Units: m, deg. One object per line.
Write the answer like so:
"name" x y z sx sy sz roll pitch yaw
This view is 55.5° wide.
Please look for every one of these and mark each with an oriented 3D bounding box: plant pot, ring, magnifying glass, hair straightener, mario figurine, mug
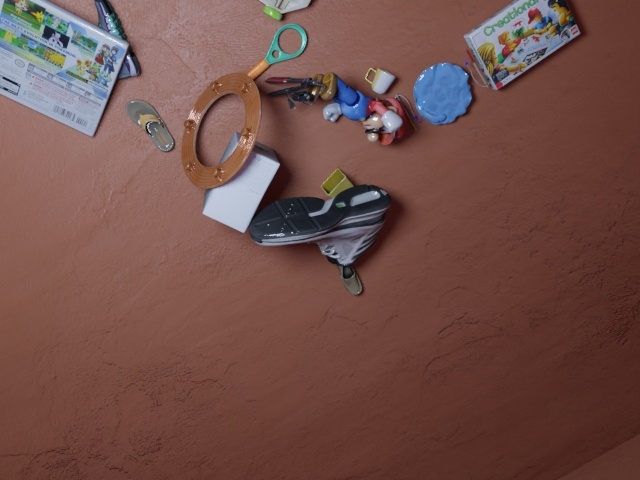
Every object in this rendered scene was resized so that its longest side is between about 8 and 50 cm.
"plant pot" 0.065 -0.160 1.906 0.081 0.081 0.083 -46 122 7
"ring" -0.287 -0.308 1.680 0.032 0.336 0.337 20 107 -46
"magnifying glass" -0.138 -0.538 1.773 0.231 0.026 0.092 -40 110 6
"hair straightener" -0.068 -0.421 1.733 0.047 0.230 0.089 -29 119 -40
"mario figurine" 0.115 -0.361 1.779 0.320 0.198 0.170 20 125 -29
"mug" 0.180 -0.481 1.834 0.062 0.078 0.064 5 121 -45

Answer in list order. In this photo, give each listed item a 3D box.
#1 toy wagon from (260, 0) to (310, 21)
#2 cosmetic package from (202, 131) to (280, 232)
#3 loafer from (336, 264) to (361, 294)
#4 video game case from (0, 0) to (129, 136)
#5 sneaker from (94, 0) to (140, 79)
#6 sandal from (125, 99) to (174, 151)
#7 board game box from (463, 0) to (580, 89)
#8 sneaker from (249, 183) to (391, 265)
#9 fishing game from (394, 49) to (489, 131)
"toy wagon" -0.156 -0.788 1.665 0.344 0.068 0.267 28 102 -16
"cosmetic package" -0.236 -0.175 1.773 0.138 0.224 0.225 24 103 -16
"loafer" 0.094 0.124 2.018 0.056 0.050 0.148 -29 110 1
"video game case" -0.726 -0.481 1.652 0.328 0.036 0.300 25 119 -16
"sneaker" -0.586 -0.548 1.670 0.098 0.083 0.224 -20 111 3
"sandal" -0.493 -0.334 1.772 0.072 0.049 0.180 -35 110 4
"board game box" 0.612 -0.626 1.848 0.305 0.053 0.193 -34 110 3
"sneaker" 0.001 0.001 1.837 0.447 0.169 0.258 -13 134 -22
"fishing game" 0.377 -0.453 1.877 0.264 0.041 0.189 -34 110 12
